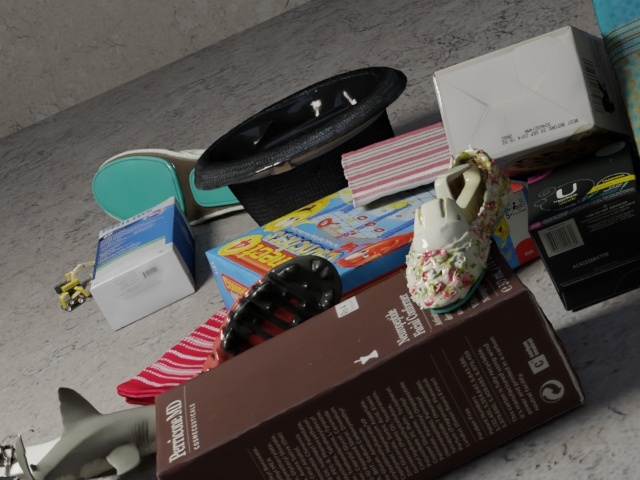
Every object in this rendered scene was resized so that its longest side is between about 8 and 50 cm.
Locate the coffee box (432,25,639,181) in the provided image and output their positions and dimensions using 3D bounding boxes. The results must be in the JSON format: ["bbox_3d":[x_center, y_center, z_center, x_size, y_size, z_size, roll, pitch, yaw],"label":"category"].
[{"bbox_3d":[0.272,-0.145,1.825,0.168,0.119,0.297,-17,-10,27],"label":"coffee box"}]

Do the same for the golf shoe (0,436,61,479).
[{"bbox_3d":[-0.378,0.266,1.881,0.198,0.094,0.077,-27,17,-3],"label":"golf shoe"}]

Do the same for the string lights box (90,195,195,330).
[{"bbox_3d":[-0.258,0.028,2.373,0.133,0.077,0.260,-25,18,5],"label":"string lights box"}]

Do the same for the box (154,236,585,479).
[{"bbox_3d":[0.037,0.152,1.541,0.381,0.143,0.191,-29,18,2],"label":"box"}]

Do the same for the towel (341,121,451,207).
[{"bbox_3d":[0.102,-0.091,1.987,0.144,0.029,0.197,-19,19,3],"label":"towel"}]

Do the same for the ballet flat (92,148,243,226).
[{"bbox_3d":[-0.186,-0.093,2.559,0.400,0.139,0.139,-6,28,39],"label":"ballet flat"}]

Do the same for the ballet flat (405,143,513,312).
[{"bbox_3d":[0.124,-0.017,1.538,0.091,0.077,0.241,-18,21,24],"label":"ballet flat"}]

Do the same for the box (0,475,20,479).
[{"bbox_3d":[-0.434,0.346,1.728,0.261,0.103,0.184,-9,29,45],"label":"box"}]

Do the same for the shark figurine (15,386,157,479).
[{"bbox_3d":[-0.268,0.216,1.748,0.166,0.116,0.278,-22,-1,33],"label":"shark figurine"}]

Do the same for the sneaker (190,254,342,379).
[{"bbox_3d":[-0.064,0.121,1.700,0.276,0.097,0.135,-56,-5,18],"label":"sneaker"}]

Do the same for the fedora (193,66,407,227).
[{"bbox_3d":[-0.007,-0.112,2.275,0.334,0.152,0.334,-24,19,9],"label":"fedora"}]

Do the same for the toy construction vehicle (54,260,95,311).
[{"bbox_3d":[-0.372,0.066,2.496,0.098,0.035,0.086,-34,20,-20],"label":"toy construction vehicle"}]

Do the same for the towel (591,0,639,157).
[{"bbox_3d":[0.431,-0.212,1.656,0.271,0.040,0.370,-21,60,19],"label":"towel"}]

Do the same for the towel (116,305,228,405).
[{"bbox_3d":[-0.104,0.121,1.987,0.275,0.031,0.199,-39,22,-32],"label":"towel"}]

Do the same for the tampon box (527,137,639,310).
[{"bbox_3d":[0.291,-0.019,1.695,0.120,0.101,0.161,-22,19,15],"label":"tampon box"}]

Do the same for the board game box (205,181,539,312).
[{"bbox_3d":[0.057,0.014,1.898,0.302,0.086,0.308,-25,17,-18],"label":"board game box"}]
